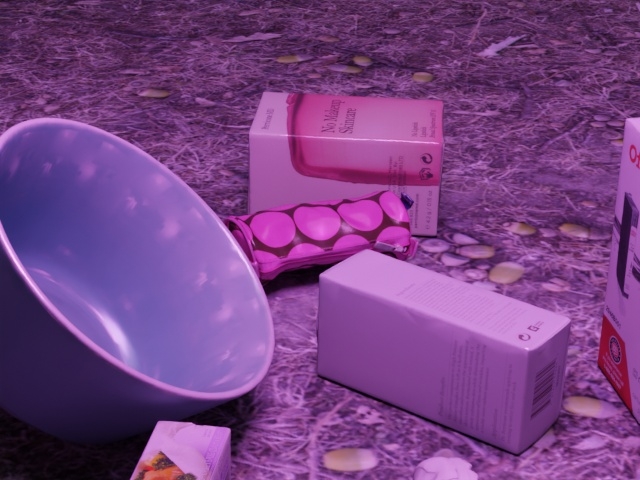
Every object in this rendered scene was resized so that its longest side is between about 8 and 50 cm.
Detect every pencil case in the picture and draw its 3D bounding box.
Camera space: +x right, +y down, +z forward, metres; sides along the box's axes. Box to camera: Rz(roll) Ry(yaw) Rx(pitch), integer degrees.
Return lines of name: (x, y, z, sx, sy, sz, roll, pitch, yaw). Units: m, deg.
pencil case: (0.000, 0.000, 1.525, 0.209, 0.095, 0.098, -11, 45, -20)

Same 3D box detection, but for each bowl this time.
bowl: (-0.208, 0.059, 1.226, 0.311, 0.163, 0.311, 35, 27, -21)

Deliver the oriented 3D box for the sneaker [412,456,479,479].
sneaker: (0.070, 0.241, 1.036, 0.115, 0.090, 0.232, -2, 25, 2)

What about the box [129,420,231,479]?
box: (-0.126, 0.240, 0.969, 0.063, 0.067, 0.324, 4, 26, 8)

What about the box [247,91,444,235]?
box: (0.033, -0.096, 1.675, 0.232, 0.127, 0.148, 3, 27, 3)

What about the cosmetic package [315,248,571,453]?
cosmetic package: (0.111, 0.100, 1.292, 0.231, 0.117, 0.085, 21, 32, 32)

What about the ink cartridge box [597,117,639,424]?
ink cartridge box: (0.350, 0.041, 1.244, 0.114, 0.273, 0.197, -3, 26, -10)
